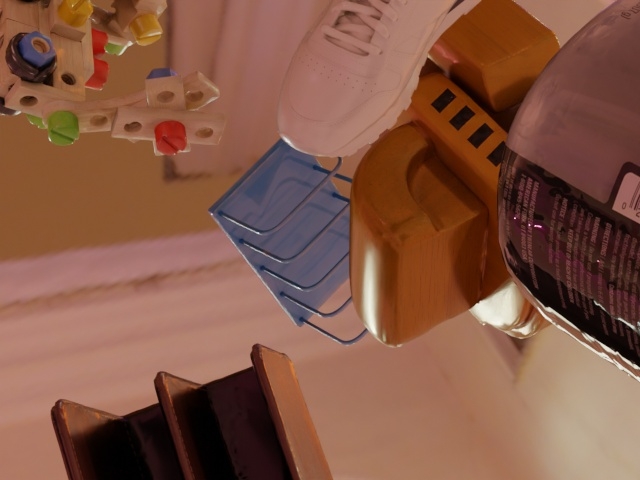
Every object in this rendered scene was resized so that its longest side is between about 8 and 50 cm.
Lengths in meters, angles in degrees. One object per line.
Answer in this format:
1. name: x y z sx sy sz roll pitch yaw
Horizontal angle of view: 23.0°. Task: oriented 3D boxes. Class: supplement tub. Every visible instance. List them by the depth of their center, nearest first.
1. supplement tub: 0.257 0.016 0.733 0.207 0.338 0.207 -16 -58 -29

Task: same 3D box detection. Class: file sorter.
1. file sorter: 0.000 0.000 1.528 0.118 0.104 0.170 -46 -56 -15

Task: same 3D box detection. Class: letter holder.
1. letter holder: -0.061 0.238 1.136 0.152 0.302 0.214 -21 -13 5

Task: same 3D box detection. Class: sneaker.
1. sneaker: 0.042 -0.159 1.051 0.235 0.090 0.095 -56 -17 -22

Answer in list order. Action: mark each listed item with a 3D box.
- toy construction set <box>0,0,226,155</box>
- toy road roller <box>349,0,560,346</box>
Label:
1. toy construction set: -0.215 -0.190 1.526 0.215 0.327 0.151 15 -56 -33
2. toy road roller: 0.100 -0.058 1.308 0.240 0.329 0.202 -25 -39 -22
